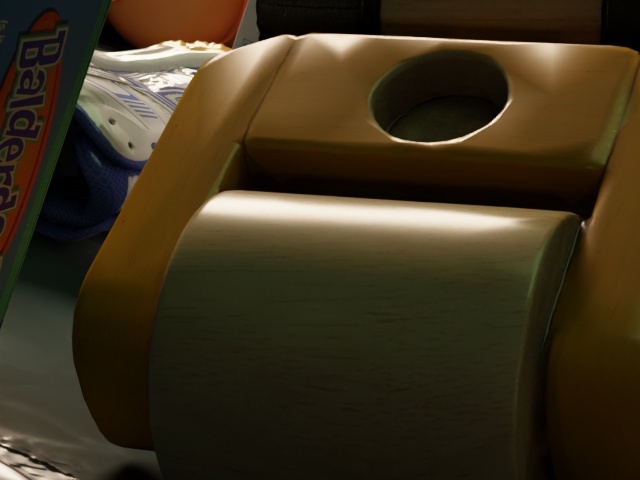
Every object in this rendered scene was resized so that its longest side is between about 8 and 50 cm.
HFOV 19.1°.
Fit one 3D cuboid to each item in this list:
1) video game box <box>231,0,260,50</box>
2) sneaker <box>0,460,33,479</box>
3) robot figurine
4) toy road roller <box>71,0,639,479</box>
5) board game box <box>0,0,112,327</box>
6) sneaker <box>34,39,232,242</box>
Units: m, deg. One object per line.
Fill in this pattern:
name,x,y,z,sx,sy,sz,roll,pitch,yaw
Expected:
video game box,0.033,-0.042,0.943,0.205,0.187,0.048,10,17,-41
sneaker,-0.066,0.119,0.308,0.300,0.111,0.121,27,18,35
robot figurine,-0.103,-0.214,1.578,0.158,0.128,0.219,24,13,13
toy road roller,0.067,0.020,0.765,0.203,0.240,0.329,4,43,21
board game box,-0.164,-0.027,0.630,0.047,0.160,0.210,26,13,23
sneaker,-0.102,-0.039,0.966,0.296,0.112,0.131,12,32,-27
